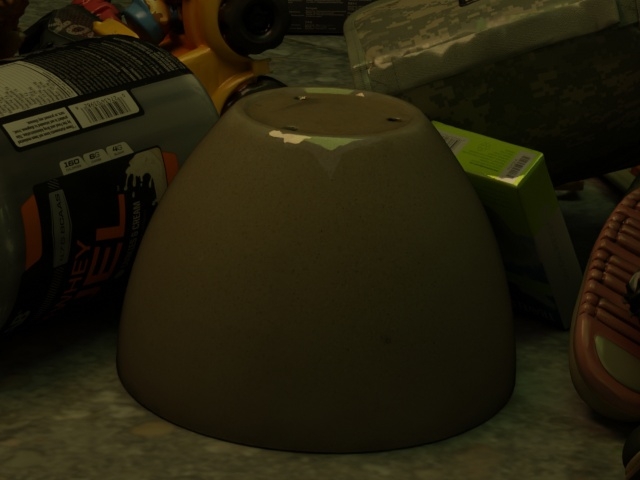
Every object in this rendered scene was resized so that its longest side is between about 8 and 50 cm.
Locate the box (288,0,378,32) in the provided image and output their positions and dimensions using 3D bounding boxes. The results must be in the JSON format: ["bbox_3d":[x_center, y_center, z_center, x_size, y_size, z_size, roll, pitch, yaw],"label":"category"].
[{"bbox_3d":[-0.075,-0.330,2.330,0.308,0.076,0.242,0,20,-9],"label":"box"}]

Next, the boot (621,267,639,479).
[{"bbox_3d":[0.219,0.077,1.153,0.198,0.077,0.137,-17,62,-49],"label":"boot"}]

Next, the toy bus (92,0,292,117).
[{"bbox_3d":[-0.141,-0.153,1.643,0.211,0.220,0.149,-12,21,-20],"label":"toy bus"}]

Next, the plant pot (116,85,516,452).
[{"bbox_3d":[0.000,0.000,1.260,0.284,0.190,0.284,2,20,-1],"label":"plant pot"}]

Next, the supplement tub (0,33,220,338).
[{"bbox_3d":[-0.229,-0.033,1.315,0.194,0.193,0.316,16,24,32],"label":"supplement tub"}]

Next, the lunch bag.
[{"bbox_3d":[0.152,-0.135,1.465,0.235,0.168,0.287,-15,-12,6],"label":"lunch bag"}]

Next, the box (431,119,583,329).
[{"bbox_3d":[0.138,-0.004,1.369,0.109,0.178,0.042,20,58,39],"label":"box"}]

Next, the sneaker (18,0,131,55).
[{"bbox_3d":[-0.217,-0.167,1.839,0.135,0.097,0.276,-23,37,-28],"label":"sneaker"}]

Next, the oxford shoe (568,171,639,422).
[{"bbox_3d":[0.267,0.025,1.357,0.140,0.146,0.397,37,42,5],"label":"oxford shoe"}]

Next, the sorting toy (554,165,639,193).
[{"bbox_3d":[0.352,-0.075,1.704,0.348,0.047,0.196,-2,16,-13],"label":"sorting toy"}]

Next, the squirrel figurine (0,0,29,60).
[{"bbox_3d":[-0.436,-0.266,1.638,0.397,0.370,0.281,9,11,5],"label":"squirrel figurine"}]
